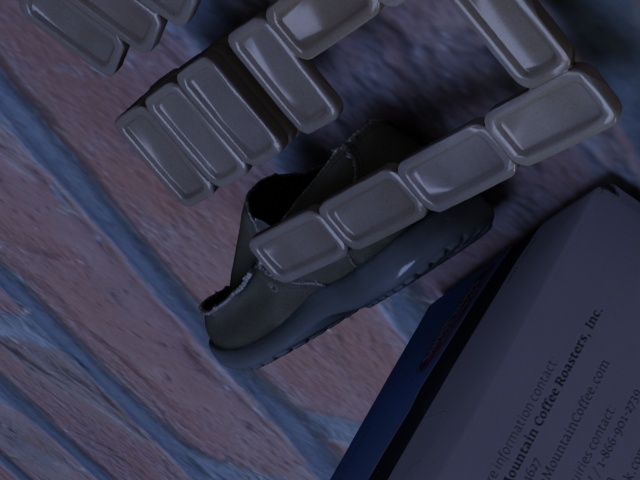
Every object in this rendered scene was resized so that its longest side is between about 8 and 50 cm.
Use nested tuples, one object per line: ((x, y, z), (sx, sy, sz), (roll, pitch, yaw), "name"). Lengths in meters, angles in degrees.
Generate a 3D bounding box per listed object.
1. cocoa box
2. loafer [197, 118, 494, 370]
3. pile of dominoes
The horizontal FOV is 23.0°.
((0.104, 0.196, 0.754), (0.231, 0.347, 0.228), (34, 157, -5), "cocoa box")
((0.000, 0.000, 0.852), (0.087, 0.094, 0.251), (59, 145, 1), "loafer")
((-0.008, -0.092, 0.701), (0.196, 0.040, 0.251), (50, 139, -12), "pile of dominoes")
